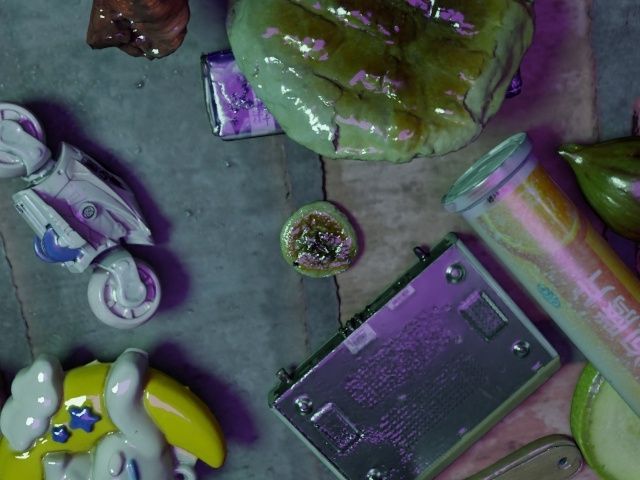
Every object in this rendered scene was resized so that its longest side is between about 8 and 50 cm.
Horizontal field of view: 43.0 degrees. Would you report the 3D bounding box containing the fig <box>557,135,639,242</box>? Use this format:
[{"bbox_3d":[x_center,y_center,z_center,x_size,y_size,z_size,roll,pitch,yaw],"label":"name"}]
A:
[{"bbox_3d":[0.311,-0.064,0.824,0.154,0.103,0.109,33,61,-1],"label":"fig"}]

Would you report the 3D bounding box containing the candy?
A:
[{"bbox_3d":[0.042,-0.160,0.792,0.312,0.061,0.088,-9,101,-4],"label":"candy"}]

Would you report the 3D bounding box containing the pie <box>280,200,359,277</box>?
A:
[{"bbox_3d":[-0.001,0.002,0.843,0.084,0.021,0.084,-1,102,-5],"label":"pie"}]

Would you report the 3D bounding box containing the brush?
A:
[{"bbox_3d":[0.144,0.305,0.906,0.327,0.065,0.070,-23,101,-2],"label":"brush"}]

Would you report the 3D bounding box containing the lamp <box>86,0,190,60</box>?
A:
[{"bbox_3d":[-0.130,-0.284,0.690,0.151,0.215,0.223,3,126,-39],"label":"lamp"}]

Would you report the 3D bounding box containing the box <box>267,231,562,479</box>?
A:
[{"bbox_3d":[0.099,0.145,0.870,0.270,0.045,0.211,-40,102,3],"label":"box"}]

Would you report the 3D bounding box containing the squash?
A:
[{"bbox_3d":[0.392,0.190,0.915,0.219,0.041,0.219,-1,103,-5],"label":"squash"}]

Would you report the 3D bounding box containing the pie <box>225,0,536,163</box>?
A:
[{"bbox_3d":[0.056,-0.209,0.731,0.306,0.071,0.307,1,80,-4],"label":"pie"}]

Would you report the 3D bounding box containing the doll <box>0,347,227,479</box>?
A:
[{"bbox_3d":[-0.211,0.229,0.826,0.237,0.111,0.252,7,100,-9],"label":"doll"}]

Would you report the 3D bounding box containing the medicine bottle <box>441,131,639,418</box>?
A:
[{"bbox_3d":[0.302,0.083,0.819,0.108,0.108,0.426,-42,95,4],"label":"medicine bottle"}]

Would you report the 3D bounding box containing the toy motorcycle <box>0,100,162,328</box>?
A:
[{"bbox_3d":[-0.234,-0.029,0.784,0.112,0.112,0.254,-34,104,2],"label":"toy motorcycle"}]
